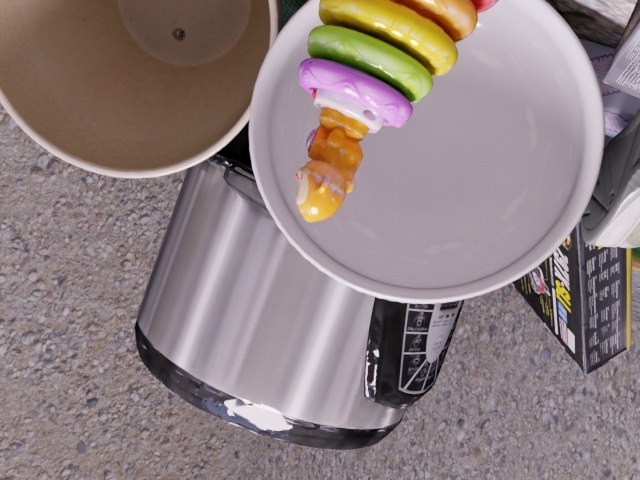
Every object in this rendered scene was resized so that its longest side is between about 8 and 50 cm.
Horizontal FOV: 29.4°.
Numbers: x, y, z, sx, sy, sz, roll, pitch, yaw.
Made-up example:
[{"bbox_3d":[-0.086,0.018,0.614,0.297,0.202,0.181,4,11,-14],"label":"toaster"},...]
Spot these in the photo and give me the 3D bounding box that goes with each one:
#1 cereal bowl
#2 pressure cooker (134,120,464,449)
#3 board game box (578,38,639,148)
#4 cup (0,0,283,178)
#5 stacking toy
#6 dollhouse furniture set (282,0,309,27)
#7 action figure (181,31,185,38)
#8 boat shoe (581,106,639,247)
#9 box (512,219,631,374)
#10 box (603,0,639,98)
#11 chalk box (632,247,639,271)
[{"bbox_3d":[0.105,-0.101,1.216,0.339,0.339,0.141,24,178,7],"label":"cereal bowl"},{"bbox_3d":[-0.006,-0.002,1.483,0.375,0.420,0.370,16,-168,-20],"label":"pressure cooker"},{"bbox_3d":[0.439,-0.087,1.306,0.318,0.066,0.318,23,175,28],"label":"board game box"},{"bbox_3d":[-0.181,-0.259,1.346,0.331,0.331,0.237,24,-158,3],"label":"cup"},{"bbox_3d":[0.046,-0.156,1.052,0.165,0.302,0.175,25,177,-8],"label":"stacking toy"},{"bbox_3d":[-0.056,-0.239,1.626,0.197,0.151,0.301,24,176,1],"label":"dollhouse furniture set"},{"bbox_3d":[-0.227,-0.317,1.619,0.141,0.164,0.275,-18,-174,-20],"label":"action figure"},{"bbox_3d":[0.345,-0.083,1.113,0.103,0.118,0.320,11,148,-10],"label":"boat shoe"},{"bbox_3d":[0.269,-0.026,1.454,0.257,0.079,0.322,54,169,38],"label":"box"},{"bbox_3d":[0.222,-0.177,0.615,0.056,0.183,0.231,24,175,6],"label":"box"},{"bbox_3d":[0.382,-0.052,1.610,0.213,0.132,0.132,22,175,24],"label":"chalk box"}]
